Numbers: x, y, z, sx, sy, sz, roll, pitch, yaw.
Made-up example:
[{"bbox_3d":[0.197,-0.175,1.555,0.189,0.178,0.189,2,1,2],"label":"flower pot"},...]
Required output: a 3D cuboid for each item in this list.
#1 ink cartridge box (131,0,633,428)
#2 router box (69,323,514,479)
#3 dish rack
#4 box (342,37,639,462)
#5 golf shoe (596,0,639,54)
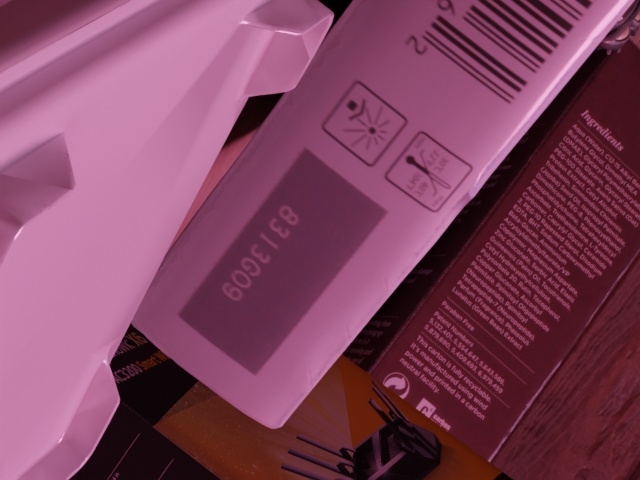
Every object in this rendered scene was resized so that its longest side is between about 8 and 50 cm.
[{"bbox_3d":[0.083,-0.117,0.876,0.308,0.091,0.385,-53,179,27],"label":"ink cartridge box"},{"bbox_3d":[-0.016,0.132,0.998,0.081,0.243,0.309,-56,172,12],"label":"router box"},{"bbox_3d":[-0.113,0.023,0.634,0.333,0.072,0.285,-59,171,35],"label":"dish rack"},{"bbox_3d":[0.153,0.015,1.612,0.381,0.143,0.191,-54,-165,-13],"label":"box"},{"bbox_3d":[0.243,-0.236,1.502,0.198,0.077,0.094,-67,162,-46],"label":"golf shoe"}]
